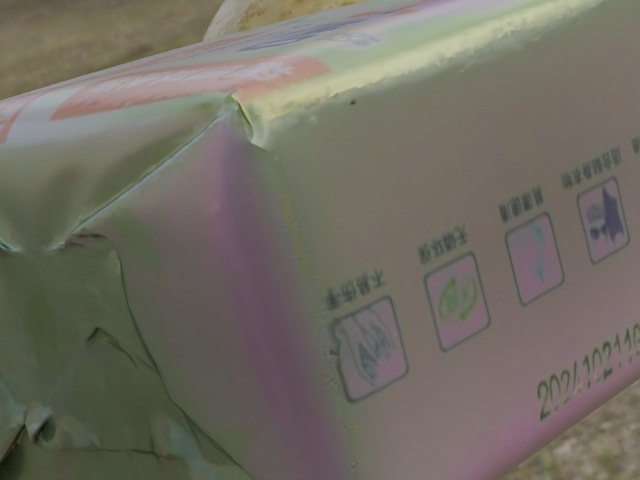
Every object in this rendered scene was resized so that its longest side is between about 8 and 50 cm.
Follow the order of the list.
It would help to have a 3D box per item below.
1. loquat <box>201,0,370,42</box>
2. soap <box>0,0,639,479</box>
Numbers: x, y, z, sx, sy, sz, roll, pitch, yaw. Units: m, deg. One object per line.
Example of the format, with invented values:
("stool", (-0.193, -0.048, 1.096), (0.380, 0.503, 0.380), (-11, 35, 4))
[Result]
("loquat", (0.029, -0.060, 0.775), (0.213, 0.213, 0.213), (-20, 15, 6))
("soap", (0.000, 0.000, 0.479), (0.182, 0.138, 0.199), (-1, 17, 46))
